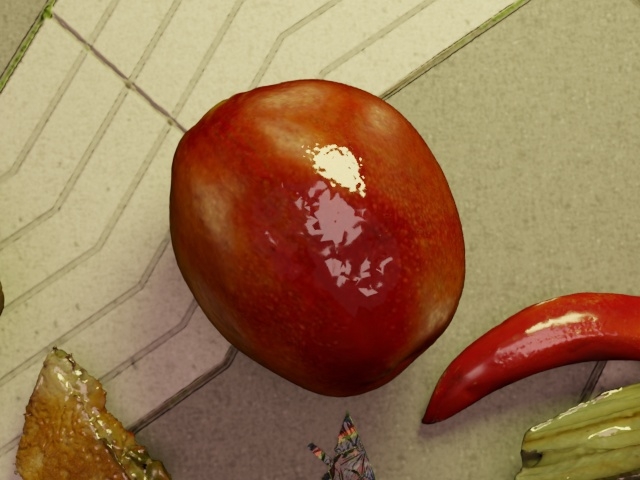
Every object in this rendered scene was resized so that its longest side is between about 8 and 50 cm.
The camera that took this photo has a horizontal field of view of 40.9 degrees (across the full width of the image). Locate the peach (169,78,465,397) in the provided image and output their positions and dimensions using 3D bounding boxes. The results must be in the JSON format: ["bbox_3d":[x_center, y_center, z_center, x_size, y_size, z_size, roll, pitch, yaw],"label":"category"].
[{"bbox_3d":[0.000,0.000,0.855,0.307,0.308,0.332,-27,56,-6],"label":"peach"}]

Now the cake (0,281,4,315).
[{"bbox_3d":[-0.461,-0.005,0.857,0.332,0.332,0.321,15,52,-2],"label":"cake"}]

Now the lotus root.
[{"bbox_3d":[0.354,0.236,0.897,0.314,0.210,0.142,-21,99,11],"label":"lotus root"}]

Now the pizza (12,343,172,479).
[{"bbox_3d":[-0.257,0.236,0.938,0.147,0.069,0.226,-39,84,15],"label":"pizza"}]

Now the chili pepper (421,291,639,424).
[{"bbox_3d":[0.292,0.124,0.981,0.368,0.092,0.137,-6,111,0],"label":"chili pepper"}]

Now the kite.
[{"bbox_3d":[0.023,0.260,0.979,0.090,0.004,0.122,30,83,-1],"label":"kite"}]
